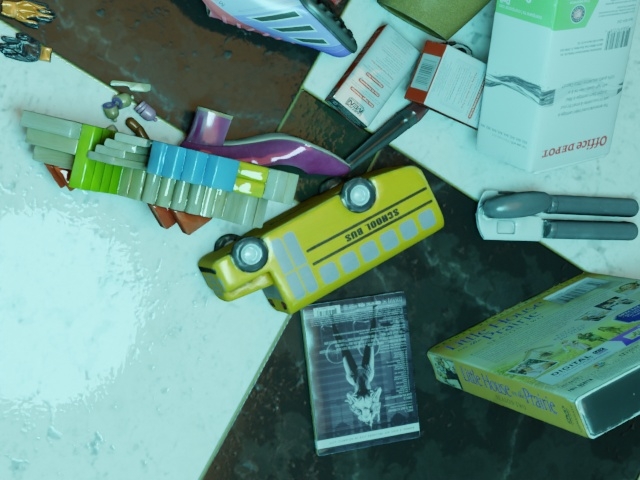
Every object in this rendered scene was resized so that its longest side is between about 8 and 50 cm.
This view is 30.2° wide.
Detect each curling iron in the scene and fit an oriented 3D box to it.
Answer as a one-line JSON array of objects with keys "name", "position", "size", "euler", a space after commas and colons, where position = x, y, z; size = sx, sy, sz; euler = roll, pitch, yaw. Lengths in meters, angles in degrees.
[{"name": "curling iron", "position": [0.125, -0.196, 1.759], "size": [0.068, 0.035, 0.274], "euler": [44, 79, -1]}]

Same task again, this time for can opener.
[{"name": "can opener", "position": [0.372, -0.036, 1.811], "size": [0.283, 0.095, 0.076], "euler": [1, 91, -19]}]

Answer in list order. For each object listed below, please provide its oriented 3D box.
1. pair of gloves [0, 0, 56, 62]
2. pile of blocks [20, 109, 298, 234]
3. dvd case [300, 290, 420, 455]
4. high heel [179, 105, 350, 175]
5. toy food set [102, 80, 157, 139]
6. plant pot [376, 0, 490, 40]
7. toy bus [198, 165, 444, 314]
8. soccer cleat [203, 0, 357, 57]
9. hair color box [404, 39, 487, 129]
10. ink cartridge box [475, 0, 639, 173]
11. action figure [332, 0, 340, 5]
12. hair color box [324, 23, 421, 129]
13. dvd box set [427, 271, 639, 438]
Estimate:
[{"name": "pair of gloves", "position": [-0.394, -0.282, 1.592], "size": [0.074, 0.010, 0.083], "euler": [5, 91, -20]}, {"name": "pile of blocks", "position": [-0.217, -0.073, 1.541], "size": [0.362, 0.149, 0.112], "euler": [13, 93, 0]}, {"name": "dvd case", "position": [0.059, 0.194, 1.746], "size": [0.164, 0.018, 0.221], "euler": [-7, 92, -20]}, {"name": "high heel", "position": [-0.081, -0.100, 1.669], "size": [0.244, 0.082, 0.117], "euler": [16, 96, -24]}, {"name": "toy food set", "position": [-0.264, -0.158, 1.632], "size": [0.078, 0.019, 0.122], "euler": [3, 89, -19]}, {"name": "plant pot", "position": [0.194, -0.425, 1.698], "size": [0.237, 0.237, 0.254], "euler": [26, 97, -17]}, {"name": "toy bus", "position": [0.000, 0.000, 1.679], "size": [0.332, 0.108, 0.130], "euler": [-29, 102, -17]}, {"name": "soccer cleat", "position": [-0.091, -0.337, 1.660], "size": [0.318, 0.108, 0.116], "euler": [33, 104, -20]}, {"name": "hair color box", "position": [0.211, -0.221, 1.743], "size": [0.167, 0.053, 0.093], "euler": [19, 95, -37]}, {"name": "ink cartridge box", "position": [0.343, -0.252, 1.711], "size": [0.198, 0.115, 0.273], "euler": [-14, 121, -39]}, {"name": "action figure", "position": [-0.013, -0.388, 1.709], "size": [0.115, 0.030, 0.038], "euler": [35, 43, -15]}, {"name": "hair color box", "position": [0.077, -0.240, 1.736], "size": [0.072, 0.043, 0.141], "euler": [40, 77, -15]}, {"name": "dvd box set", "position": [0.370, 0.144, 1.641], "size": [0.307, 0.420, 0.062], "euler": [-24, 101, -18]}]
